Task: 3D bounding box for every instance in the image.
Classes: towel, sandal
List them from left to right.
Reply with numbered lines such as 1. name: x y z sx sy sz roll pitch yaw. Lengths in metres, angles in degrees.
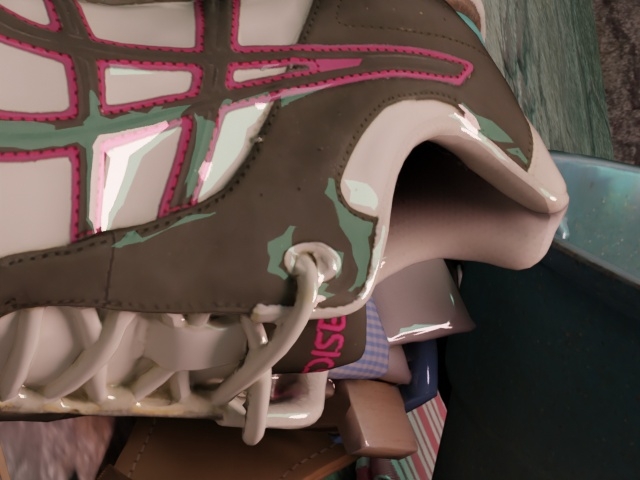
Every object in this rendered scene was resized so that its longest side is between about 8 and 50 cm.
1. sandal: -0.040 0.106 0.734 0.240 0.088 0.079 -45 154 -66
2. towel: 0.046 0.120 1.123 0.197 0.029 0.144 -88 161 -51

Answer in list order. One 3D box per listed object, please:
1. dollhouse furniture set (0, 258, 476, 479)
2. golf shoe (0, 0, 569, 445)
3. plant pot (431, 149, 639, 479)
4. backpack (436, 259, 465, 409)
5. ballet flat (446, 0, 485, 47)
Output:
1. dollhouse furniture set: 0.000 0.000 0.567 0.286 0.198 0.303 16 49 -54
2. golf shoe: -0.051 -0.004 0.426 0.273 0.120 0.105 -32 157 -40
3. plant pot: 0.171 0.172 0.810 0.341 0.341 0.334 -40 148 -75
4. backpack: 0.206 0.074 1.332 0.191 0.254 0.225 94 -9 -61
5. ballet flat: 0.018 -0.098 1.030 0.400 0.139 0.139 37 43 -76
